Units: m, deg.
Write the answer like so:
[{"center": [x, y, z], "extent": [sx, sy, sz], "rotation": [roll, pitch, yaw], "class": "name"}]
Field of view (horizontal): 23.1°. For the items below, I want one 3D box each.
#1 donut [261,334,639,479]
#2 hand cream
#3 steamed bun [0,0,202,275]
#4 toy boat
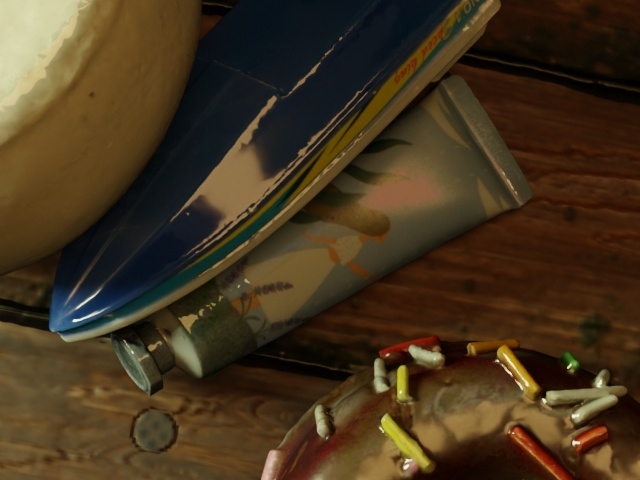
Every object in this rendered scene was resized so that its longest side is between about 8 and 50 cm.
[{"center": [0.088, 0.175, 0.799], "extent": [0.270, 0.103, 0.269], "rotation": [2, 77, -9], "class": "donut"}, {"center": [0.000, 0.000, 0.864], "extent": [0.256, 0.055, 0.088], "rotation": [-31, 85, -21], "class": "hand cream"}, {"center": [-0.189, -0.103, 0.786], "extent": [0.283, 0.177, 0.283], "rotation": [-6, 66, 13], "class": "steamed bun"}, {"center": [-0.038, -0.055, 0.837], "extent": [0.295, 0.129, 0.088], "rotation": [-47, 131, -16], "class": "toy boat"}]
